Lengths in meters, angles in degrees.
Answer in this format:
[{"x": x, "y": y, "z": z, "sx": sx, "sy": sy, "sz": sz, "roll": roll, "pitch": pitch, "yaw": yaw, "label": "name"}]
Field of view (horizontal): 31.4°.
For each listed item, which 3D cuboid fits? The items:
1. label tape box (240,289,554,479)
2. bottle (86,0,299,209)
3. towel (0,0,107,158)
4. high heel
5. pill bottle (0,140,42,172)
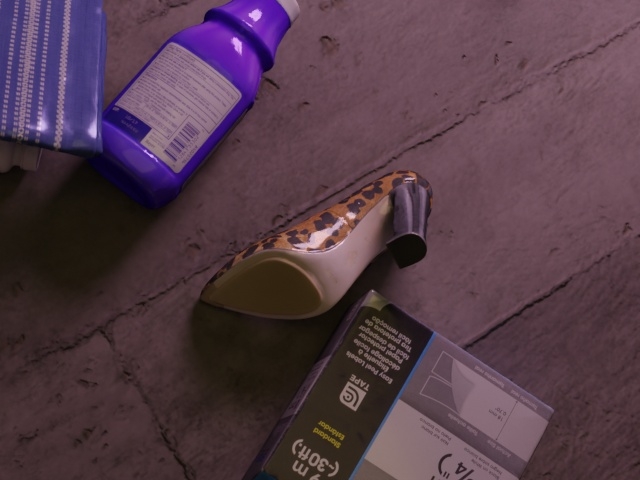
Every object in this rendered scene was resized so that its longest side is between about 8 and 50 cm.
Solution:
[{"x": 0.058, "y": 0.258, "z": 1.188, "sx": 0.241, "sy": 0.106, "sz": 0.333, "roll": 33, "pitch": 73, "yaw": -4, "label": "label tape box"}, {"x": -0.131, "y": -0.169, "z": 1.240, "sx": 0.118, "sy": 0.092, "sz": 0.283, "roll": 37, "pitch": 72, "yaw": 0, "label": "bottle"}, {"x": -0.380, "y": -0.200, "z": 1.142, "sx": 0.336, "sy": 0.040, "sz": 0.243, "roll": 10, "pitch": 50, "yaw": -21, "label": "towel"}, {"x": 0.000, "y": 0.000, "z": 1.263, "sx": 0.261, "sy": 0.186, "sz": 0.093, "roll": -16, "pitch": 114, "yaw": 14, "label": "high heel"}, {"x": -0.351, "y": -0.107, "z": 1.189, "sx": 0.116, "sy": 0.065, "sz": 0.065, "roll": 13, "pitch": 76, "yaw": -11, "label": "pill bottle"}]
